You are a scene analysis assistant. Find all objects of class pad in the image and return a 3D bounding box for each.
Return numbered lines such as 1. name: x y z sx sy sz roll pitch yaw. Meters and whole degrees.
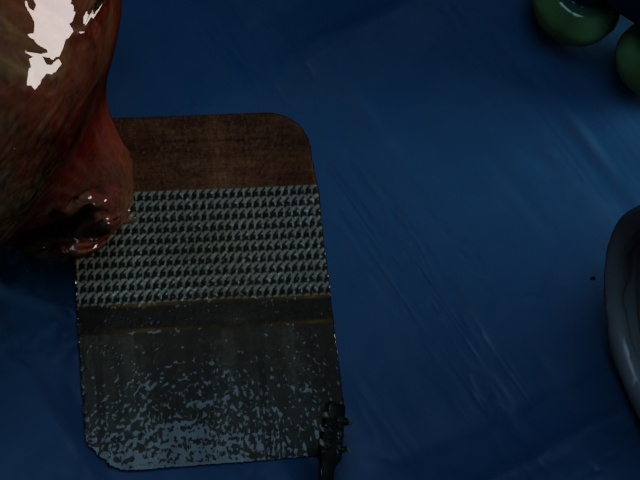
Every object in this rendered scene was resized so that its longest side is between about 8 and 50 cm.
1. pad: 0.004 0.010 1.082 0.323 0.055 0.250 -11 64 6

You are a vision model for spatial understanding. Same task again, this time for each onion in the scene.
1. onion: -0.270 -0.103 0.944 0.353 0.354 0.354 4 63 -7

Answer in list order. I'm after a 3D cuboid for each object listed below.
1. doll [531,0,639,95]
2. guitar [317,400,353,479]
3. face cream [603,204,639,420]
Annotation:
1. doll: 0.298 -0.256 1.194 0.198 0.186 0.322 32 66 8
2. guitar: 0.012 0.204 0.972 0.088 0.025 0.233 23 56 -41
3. face cream: 0.296 0.040 1.043 0.194 0.175 0.175 -10 65 -14
